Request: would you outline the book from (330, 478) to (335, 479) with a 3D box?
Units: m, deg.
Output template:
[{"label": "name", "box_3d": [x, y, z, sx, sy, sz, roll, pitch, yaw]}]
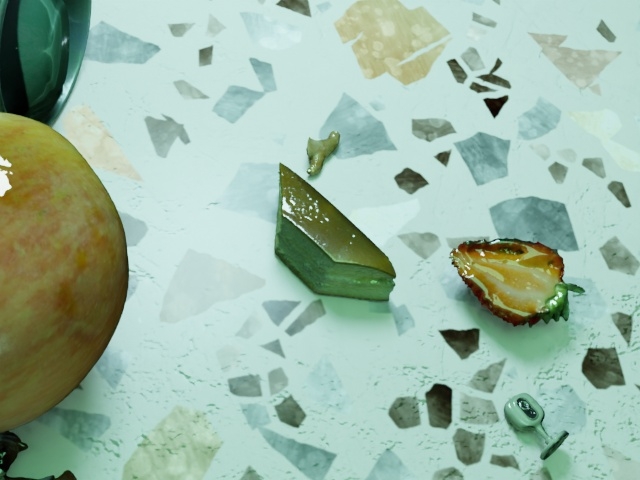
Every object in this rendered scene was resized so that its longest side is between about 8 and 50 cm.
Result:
[{"label": "book", "box_3d": [0.006, 0.443, 1.117, 0.170, 0.018, 0.241, -24, 67, -22]}]

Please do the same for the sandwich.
[{"label": "sandwich", "box_3d": [0.000, 0.000, 1.332, 0.258, 0.094, 0.096, 43, 57, 16]}]

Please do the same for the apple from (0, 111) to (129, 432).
[{"label": "apple", "box_3d": [-0.411, 0.034, 1.059, 0.391, 0.391, 0.346, 38, 59, 12]}]

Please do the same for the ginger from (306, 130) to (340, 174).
[{"label": "ginger", "box_3d": [-0.006, -0.148, 1.455, 0.048, 0.030, 0.097, 43, 60, -17]}]

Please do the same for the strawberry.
[{"label": "strawberry", "box_3d": [0.292, 0.067, 1.352, 0.192, 0.085, 0.140, -7, 69, -8]}]

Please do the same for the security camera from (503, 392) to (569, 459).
[{"label": "security camera", "box_3d": [0.302, 0.258, 1.265, 0.058, 0.058, 0.092, -32, 62, -25]}]

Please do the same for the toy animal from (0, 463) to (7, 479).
[{"label": "toy animal", "box_3d": [-0.442, 0.355, 0.980, 0.244, 0.087, 0.260, 28, 74, 28]}]

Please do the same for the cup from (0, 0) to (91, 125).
[{"label": "cup", "box_3d": [-0.554, -0.345, 1.352, 0.393, 0.401, 0.310, 15, 92, 4]}]

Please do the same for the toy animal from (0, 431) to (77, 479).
[{"label": "toy animal", "box_3d": [-0.348, 0.315, 1.092, 0.188, 0.089, 0.179, 2, 55, -12]}]
